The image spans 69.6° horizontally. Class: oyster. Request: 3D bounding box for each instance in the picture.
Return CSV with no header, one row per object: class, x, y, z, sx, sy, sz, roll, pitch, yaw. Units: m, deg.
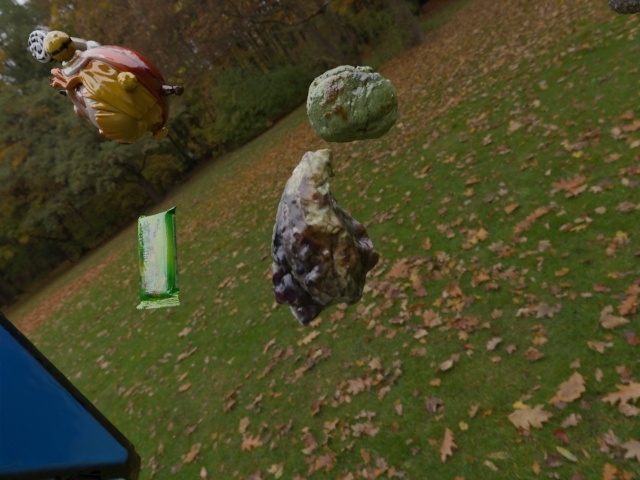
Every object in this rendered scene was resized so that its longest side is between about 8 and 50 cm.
oyster,0.005,0.000,0.855,0.275,0.271,0.100,-50,21,-20

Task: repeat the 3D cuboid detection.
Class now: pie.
pie,0.085,-0.365,1.225,0.247,0.201,0.090,-8,12,-4

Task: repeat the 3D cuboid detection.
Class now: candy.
candy,-0.291,0.032,0.825,0.102,0.178,0.032,-10,-11,32

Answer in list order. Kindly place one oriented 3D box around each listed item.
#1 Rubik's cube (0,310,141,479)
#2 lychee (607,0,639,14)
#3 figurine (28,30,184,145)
Rubik's cube,-0.315,0.194,0.285,0.248,0.250,0.246,-33,14,18
lychee,0.721,-0.568,1.013,0.165,0.197,0.165,-19,22,8
figurine,-0.477,-0.346,1.054,0.196,0.323,0.320,-52,-23,-17
